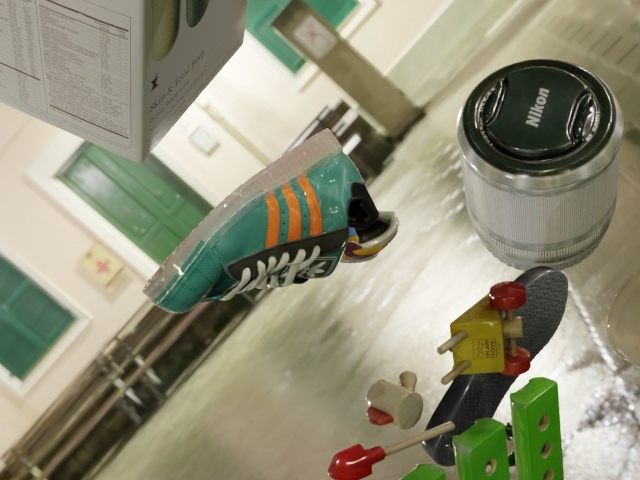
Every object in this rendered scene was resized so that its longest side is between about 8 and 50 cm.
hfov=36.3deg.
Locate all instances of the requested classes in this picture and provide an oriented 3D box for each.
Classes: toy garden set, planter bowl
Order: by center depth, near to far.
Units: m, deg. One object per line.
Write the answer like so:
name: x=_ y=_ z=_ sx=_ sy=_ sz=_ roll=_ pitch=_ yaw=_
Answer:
toy garden set: x=0.083 y=0.157 z=0.717 sx=0.244 sy=0.204 sz=0.049 roll=-27 pitch=29 yaw=-35
planter bowl: x=0.479 y=0.116 z=1.294 sx=0.162 sy=0.162 sz=0.109 roll=-48 pitch=35 yaw=4

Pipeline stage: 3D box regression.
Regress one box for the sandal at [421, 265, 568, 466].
sandal: x=0.181 y=0.132 z=1.080 sx=0.254 sy=0.097 sz=0.054 roll=-59 pitch=42 yaw=10

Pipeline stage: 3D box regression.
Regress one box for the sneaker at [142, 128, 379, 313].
sneaker: x=-0.040 y=-0.002 z=0.949 sx=0.302 sy=0.121 sz=0.108 roll=-41 pitch=0 yaw=-44

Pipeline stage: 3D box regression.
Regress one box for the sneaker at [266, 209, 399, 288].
sneaker: x=0.000 y=0.000 z=1.104 sx=0.185 sy=0.069 sz=0.084 roll=-17 pitch=-15 yaw=-24

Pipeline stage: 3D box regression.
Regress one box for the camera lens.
camera lens: x=0.312 y=-0.104 z=1.390 sx=0.219 sy=0.219 sz=0.274 roll=-51 pitch=-29 yaw=-18

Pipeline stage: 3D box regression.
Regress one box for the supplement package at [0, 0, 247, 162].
supplement package: x=-0.181 y=-0.248 z=0.807 sx=0.262 sy=0.198 sz=0.199 roll=103 pitch=-166 yaw=-50
